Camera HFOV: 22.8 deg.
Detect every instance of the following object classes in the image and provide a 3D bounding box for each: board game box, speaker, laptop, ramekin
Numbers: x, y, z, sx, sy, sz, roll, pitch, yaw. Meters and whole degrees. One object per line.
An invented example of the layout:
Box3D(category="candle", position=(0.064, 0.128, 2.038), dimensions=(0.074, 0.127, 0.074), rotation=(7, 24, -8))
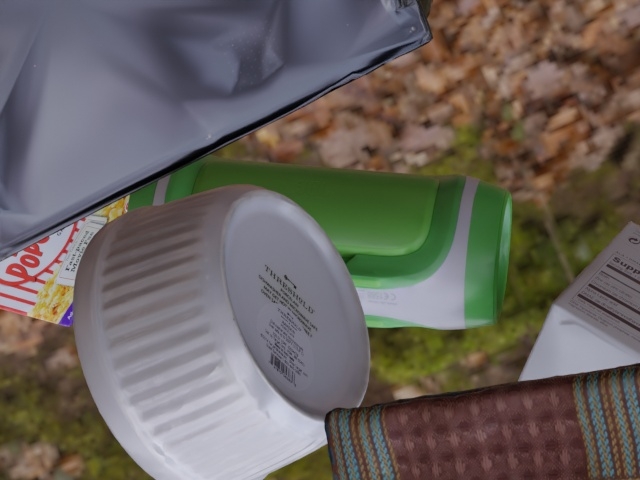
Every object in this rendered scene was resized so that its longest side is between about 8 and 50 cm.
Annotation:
Box3D(category="board game box", position=(-0.244, -0.011, 1.360), dimensions=(0.146, 0.045, 0.193), rotation=(-58, 153, 4))
Box3D(category="speaker", position=(0.000, 0.000, 1.278), dimensions=(0.297, 0.131, 0.131), rotation=(5, 174, 11))
Box3D(category="laptop", position=(-0.095, -0.270, 0.814), dimensions=(0.408, 0.382, 0.236), rotation=(-28, -151, -8))
Box3D(category="ramekin", position=(-0.056, 0.060, 1.066), dimensions=(0.109, 0.207, 0.207), rotation=(-23, 170, 29))

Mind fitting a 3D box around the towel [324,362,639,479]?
Box3D(category="towel", position=(0.139, 0.253, 0.811), dimensions=(0.271, 0.370, 0.040), rotation=(-13, 176, 33))

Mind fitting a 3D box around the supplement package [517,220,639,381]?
Box3D(category="supplement package", position=(0.248, 0.160, 1.194), dimensions=(0.145, 0.204, 0.261), rotation=(-39, 154, -47))
